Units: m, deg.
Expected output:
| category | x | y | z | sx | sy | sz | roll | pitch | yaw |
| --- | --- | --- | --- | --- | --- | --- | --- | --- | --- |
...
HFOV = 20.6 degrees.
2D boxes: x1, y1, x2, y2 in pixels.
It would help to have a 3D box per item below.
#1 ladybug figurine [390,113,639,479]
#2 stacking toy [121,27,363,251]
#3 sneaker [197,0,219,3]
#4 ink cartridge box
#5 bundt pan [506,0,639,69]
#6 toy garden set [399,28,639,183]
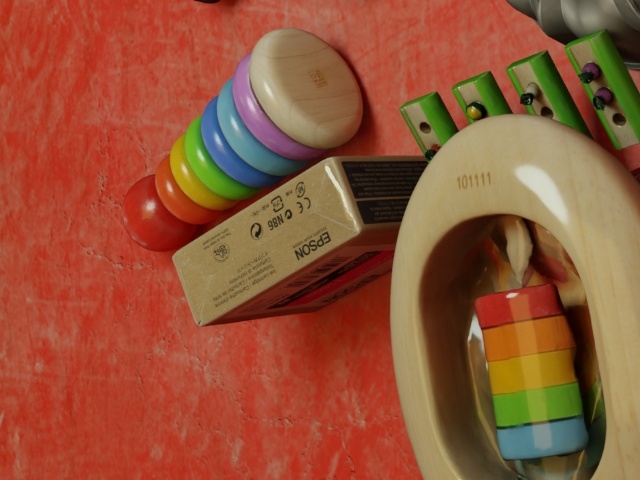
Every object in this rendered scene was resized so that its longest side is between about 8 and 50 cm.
| category | x | y | z | sx | sy | sz | roll | pitch | yaw |
| --- | --- | --- | --- | --- | --- | --- | --- | --- | --- |
| ladybug figurine | 0.214 | 0.111 | 1.551 | 0.305 | 0.162 | 0.450 | -8 | 89 | 42 |
| stacking toy | -0.103 | -0.091 | 1.929 | 0.330 | 0.141 | 0.141 | -37 | 67 | 40 |
| sneaker | -0.079 | -0.307 | 1.918 | 0.295 | 0.104 | 0.147 | 40 | 116 | 38 |
| ink cartridge box | 0.000 | 0.000 | 1.787 | 0.234 | 0.193 | 0.088 | -31 | 73 | 35 |
| bundt pan | 0.272 | -0.324 | 1.615 | 0.330 | 0.124 | 0.331 | 0 | 91 | 39 |
| toy garden set | 0.206 | -0.066 | 1.663 | 0.244 | 0.049 | 0.204 | -18 | 107 | 42 |
